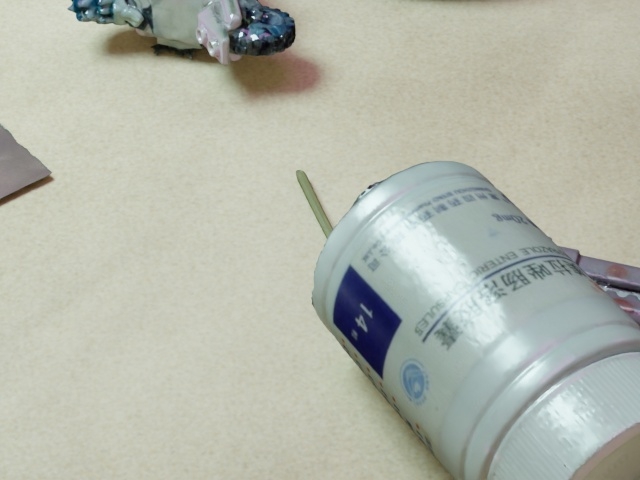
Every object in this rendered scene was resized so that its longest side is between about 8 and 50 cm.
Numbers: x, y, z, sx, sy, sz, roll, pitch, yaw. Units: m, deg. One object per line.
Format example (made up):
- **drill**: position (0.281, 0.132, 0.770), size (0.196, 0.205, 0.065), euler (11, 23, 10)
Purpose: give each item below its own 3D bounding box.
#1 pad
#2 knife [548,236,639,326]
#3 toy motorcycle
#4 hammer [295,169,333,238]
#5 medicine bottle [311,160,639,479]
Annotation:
- **pad**: position (-0.359, -0.088, 1.787), size (0.113, 0.006, 0.188), euler (-29, 50, -26)
- **knife**: position (0.336, 0.060, 1.616), size (0.399, 0.038, 0.132), euler (12, 42, 12)
- **toy motorcycle**: position (-0.155, -0.240, 1.882), size (0.204, 0.108, 0.239), euler (-14, 23, -22)
- **hammer**: position (0.000, 0.000, 1.691), size (0.060, 0.028, 0.195), euler (-18, 43, -9)
- **medicine bottle**: position (0.155, 0.103, 1.459), size (0.190, 0.190, 0.332), euler (-23, 49, -23)
